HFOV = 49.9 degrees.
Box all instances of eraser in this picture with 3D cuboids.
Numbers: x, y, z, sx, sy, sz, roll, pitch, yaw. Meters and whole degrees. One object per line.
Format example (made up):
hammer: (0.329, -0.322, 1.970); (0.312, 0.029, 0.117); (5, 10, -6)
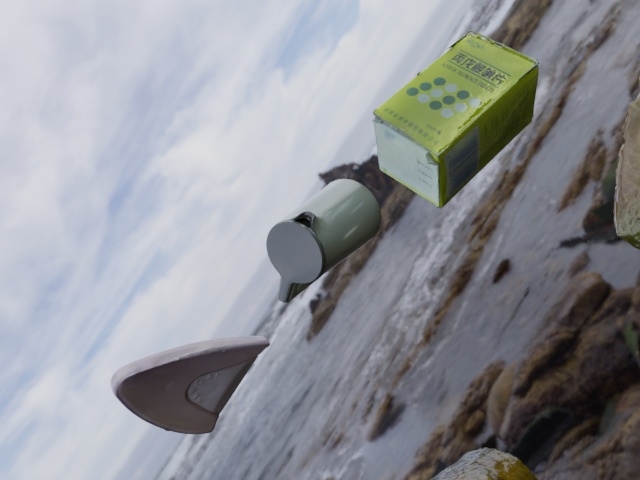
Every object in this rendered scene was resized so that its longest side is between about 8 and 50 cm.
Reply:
eraser: (-0.219, 0.217, 1.078); (0.243, 0.059, 0.204); (17, -66, -46)

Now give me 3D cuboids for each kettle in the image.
kettle: (-0.003, -0.005, 0.916); (0.127, 0.098, 0.148); (-35, 3, 41)

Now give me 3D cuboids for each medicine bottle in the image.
medicine bottle: (0.217, -0.194, 1.091); (0.250, 0.137, 0.141); (-42, -34, -18)

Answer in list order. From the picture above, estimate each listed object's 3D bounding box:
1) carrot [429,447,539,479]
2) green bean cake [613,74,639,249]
carrot: (0.064, 0.190, 0.412); (0.173, 0.082, 0.082); (-12, -33, -43)
green bean cake: (0.369, -0.076, 0.536); (0.236, 0.124, 0.232); (30, 116, 60)
